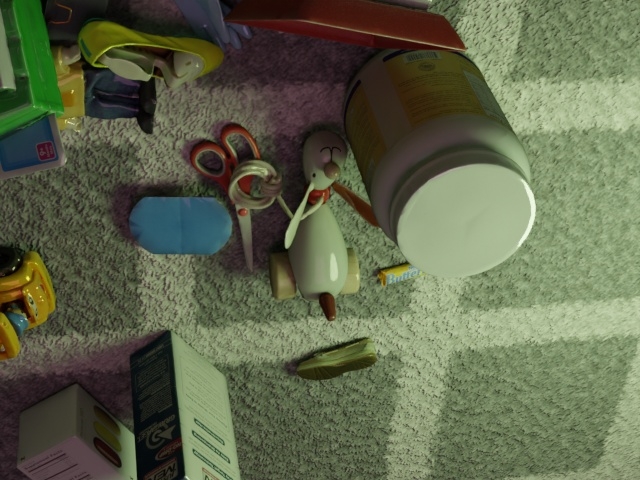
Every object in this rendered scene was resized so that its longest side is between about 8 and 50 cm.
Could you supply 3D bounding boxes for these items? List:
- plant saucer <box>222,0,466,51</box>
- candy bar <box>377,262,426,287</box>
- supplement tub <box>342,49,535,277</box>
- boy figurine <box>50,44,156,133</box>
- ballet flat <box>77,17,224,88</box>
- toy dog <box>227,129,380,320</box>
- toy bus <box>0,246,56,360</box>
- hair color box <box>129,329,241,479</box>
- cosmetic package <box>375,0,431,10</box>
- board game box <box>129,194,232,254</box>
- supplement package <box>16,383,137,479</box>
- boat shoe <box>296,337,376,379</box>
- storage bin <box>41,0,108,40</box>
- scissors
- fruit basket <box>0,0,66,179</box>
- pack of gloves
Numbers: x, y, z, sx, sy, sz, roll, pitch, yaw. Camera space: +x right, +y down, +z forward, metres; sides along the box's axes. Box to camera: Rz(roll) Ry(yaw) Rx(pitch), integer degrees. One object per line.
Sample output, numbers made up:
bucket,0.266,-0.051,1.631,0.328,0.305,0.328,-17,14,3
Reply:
plant saucer,0.032,-0.304,1.591,0.259,0.258,0.047,6,97,-28
candy bar,0.182,0.051,2.087,0.161,0.018,0.040,-14,130,-2
supplement tub,0.176,-0.126,1.738,0.241,0.331,0.241,-6,130,-8
boy figurine,-0.384,-0.221,1.682,0.285,0.092,0.177,1,147,-18
ballet flat,-0.235,-0.254,1.639,0.231,0.077,0.077,7,138,-36
toy dog,0.000,0.000,1.902,0.220,0.161,0.333,-23,132,-2
toy bus,-0.546,0.134,1.864,0.220,0.211,0.149,-14,128,-4
hair color box,-0.236,0.341,2.010,0.105,0.347,0.174,-33,127,14
cosmetic package,0.069,-0.418,1.524,0.184,0.151,0.151,6,129,-25
board game box,-0.231,-0.034,1.913,0.169,0.033,0.133,0,135,-2
supplement package,-0.436,0.406,2.153,0.134,0.139,0.244,-28,130,12
boat shoe,0.029,0.224,2.181,0.153,0.048,0.056,-17,143,9
storage bin,-0.346,-0.337,1.611,0.091,0.098,0.135,1,129,-27
scissors,-0.123,-0.065,1.921,0.109,0.021,0.297,-22,128,3
fruit basket,-0.537,-0.222,1.531,0.353,0.165,0.327,-11,90,3
pack of gloves,-0.121,-0.357,1.636,0.195,0.046,0.232,-17,140,17
